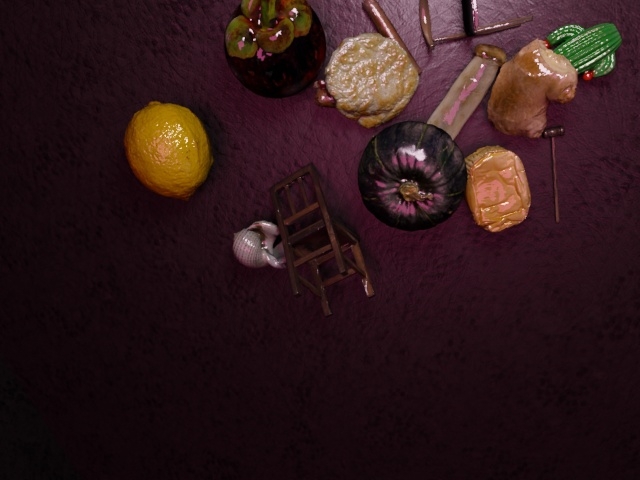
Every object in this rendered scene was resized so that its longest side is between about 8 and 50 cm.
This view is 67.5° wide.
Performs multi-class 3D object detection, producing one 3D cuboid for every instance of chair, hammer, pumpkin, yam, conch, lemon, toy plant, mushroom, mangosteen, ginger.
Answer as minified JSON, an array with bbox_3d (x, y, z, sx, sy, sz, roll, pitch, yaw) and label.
[{"bbox_3d":[0.000,0.000,1.563,0.203,0.417,0.240,-27,146,19],"label":"chair"},{"bbox_3d":[0.401,-0.629,1.268,0.271,0.166,0.188,-8,107,13],"label":"chair"},{"bbox_3d":[0.705,-0.193,1.433,0.058,0.029,0.293,-7,108,16],"label":"hammer"},{"bbox_3d":[0.264,-0.185,1.392,0.322,0.241,0.324,10,123,16],"label":"pumpkin"},{"bbox_3d":[0.206,-0.586,1.386,0.046,0.046,0.264,-33,101,19],"label":"yam"},{"bbox_3d":[-0.199,0.019,1.625,0.199,0.131,0.172,32,87,-18],"label":"conch"},{"bbox_3d":[-0.471,-0.279,1.508,0.267,0.268,0.322,-19,106,16],"label":"lemon"},{"bbox_3d":[0.679,-0.507,1.302,0.240,0.088,0.155,1,101,28],"label":"toy plant"},{"bbox_3d":[0.414,-0.416,1.388,0.099,0.081,0.312,33,115,4],"label":"mushroom"},{"bbox_3d":[-0.126,-0.550,1.328,0.310,0.311,0.312,3,109,10],"label":"mangosteen"},{"bbox_3d":[0.573,-0.395,1.290,0.221,0.130,0.276,19,139,39],"label":"ginger"}]

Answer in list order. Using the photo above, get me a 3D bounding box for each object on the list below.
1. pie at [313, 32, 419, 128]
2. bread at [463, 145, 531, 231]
[{"bbox_3d":[0.139,-0.460,1.386,0.274,0.106,0.257,22,119,-18],"label":"pie"},{"bbox_3d":[0.513,-0.154,1.423,0.178,0.133,0.250,-18,105,15],"label":"bread"}]
